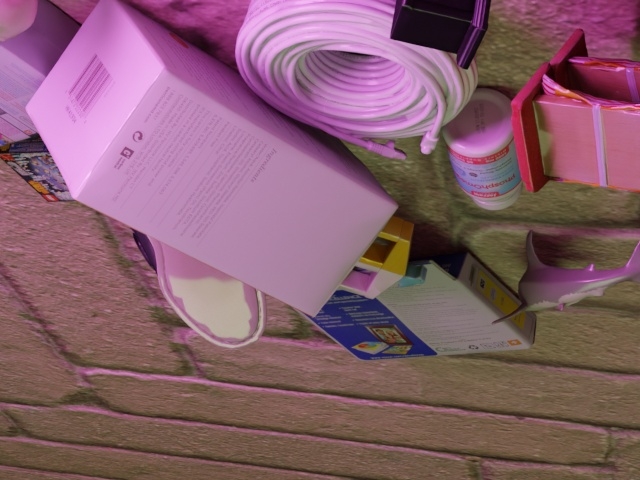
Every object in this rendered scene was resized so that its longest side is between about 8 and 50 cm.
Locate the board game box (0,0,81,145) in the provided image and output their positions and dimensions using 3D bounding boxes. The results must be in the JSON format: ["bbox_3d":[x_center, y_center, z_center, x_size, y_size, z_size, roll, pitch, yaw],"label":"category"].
[{"bbox_3d":[-0.424,-0.203,1.756,0.303,0.097,0.224,-11,147,35],"label":"board game box"}]

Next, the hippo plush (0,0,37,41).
[{"bbox_3d":[-0.448,-0.263,1.472,0.294,0.234,0.237,29,149,-36],"label":"hippo plush"}]

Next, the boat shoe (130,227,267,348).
[{"bbox_3d":[-0.175,-0.019,1.898,0.127,0.113,0.340,-35,107,11],"label":"boat shoe"}]

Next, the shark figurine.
[{"bbox_3d":[0.318,0.034,1.975,0.166,0.116,0.278,-15,178,-30],"label":"shark figurine"}]

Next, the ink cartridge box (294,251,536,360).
[{"bbox_3d":[0.111,0.083,2.191,0.304,0.072,0.307,-6,148,33],"label":"ink cartridge box"}]

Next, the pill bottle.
[{"bbox_3d":[0.193,-0.100,1.740,0.087,0.087,0.160,3,154,16],"label":"pill bottle"}]

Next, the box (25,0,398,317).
[{"bbox_3d":[-0.120,-0.091,1.669,0.345,0.168,0.215,28,-166,-36],"label":"box"}]

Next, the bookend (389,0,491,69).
[{"bbox_3d":[0.078,-0.256,1.375,0.157,0.156,0.072,13,155,-3],"label":"bookend"}]

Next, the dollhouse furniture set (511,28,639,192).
[{"bbox_3d":[0.286,-0.215,1.394,0.201,0.152,0.374,13,132,34],"label":"dollhouse furniture set"}]

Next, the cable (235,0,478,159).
[{"bbox_3d":[0.041,-0.198,1.594,0.257,0.089,0.257,18,154,-13],"label":"cable"}]

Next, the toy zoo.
[{"bbox_3d":[0.000,0.000,1.967,0.293,0.030,0.192,17,152,-5],"label":"toy zoo"}]

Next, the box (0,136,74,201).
[{"bbox_3d":[-0.361,-0.095,2.037,0.094,0.027,0.137,0,153,24],"label":"box"}]
